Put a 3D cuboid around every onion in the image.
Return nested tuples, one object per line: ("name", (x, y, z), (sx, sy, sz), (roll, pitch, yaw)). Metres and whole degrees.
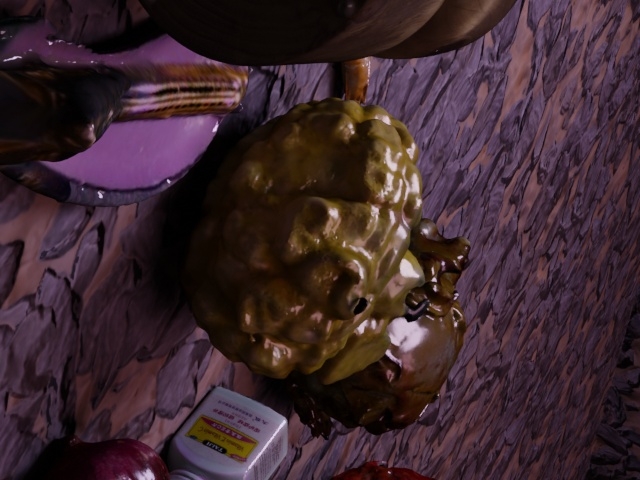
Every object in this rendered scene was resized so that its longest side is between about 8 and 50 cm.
("onion", (-0.154, 0.178, 1.085), (0.107, 0.097, 0.107), (-34, 167, -9))

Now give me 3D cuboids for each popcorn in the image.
("popcorn", (-0.002, 0.002, 1.156), (0.218, 0.169, 0.189), (-57, 159, -16))

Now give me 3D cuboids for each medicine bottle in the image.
("medicine bottle", (-0.086, 0.183, 1.284), (0.118, 0.074, 0.055), (-50, 155, -37))

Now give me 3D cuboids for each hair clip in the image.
("hair clip", (-0.117, -0.078, 0.945), (0.359, 0.096, 0.110), (-24, 100, -74))

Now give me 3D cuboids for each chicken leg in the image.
("chicken leg", (0.064, 0.095, 1.490), (0.211, 0.140, 0.361), (-45, 176, 10))

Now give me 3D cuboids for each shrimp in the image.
("shrimp", (0.039, -0.157, 1.302), (0.091, 0.025, 0.127), (-46, 149, -48))

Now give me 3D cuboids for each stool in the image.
("stool", (0.014, -0.197, 0.962), (0.264, 0.179, 0.179), (-19, 129, -65))

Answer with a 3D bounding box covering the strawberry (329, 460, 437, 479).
("strawberry", (0.035, 0.373, 1.636), (0.274, 0.220, 0.274), (5, 82, -41))
